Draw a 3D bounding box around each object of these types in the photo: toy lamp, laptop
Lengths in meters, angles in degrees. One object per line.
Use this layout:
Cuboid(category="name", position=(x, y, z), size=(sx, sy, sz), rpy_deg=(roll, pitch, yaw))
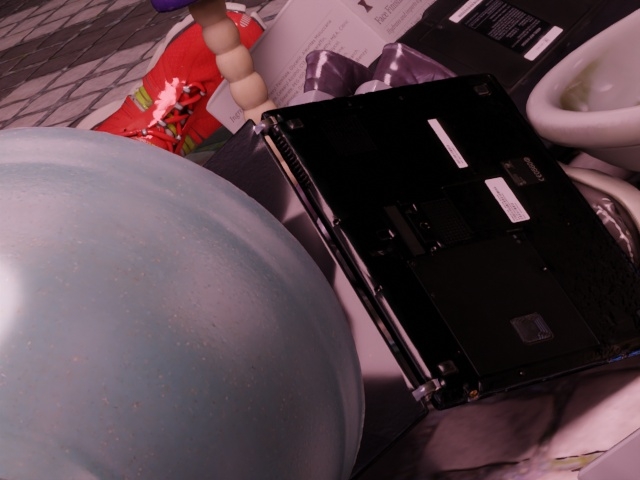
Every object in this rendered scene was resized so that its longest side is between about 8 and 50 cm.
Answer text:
Cuboid(category="toy lamp", position=(-0.067, -0.137, 1.332), size=(0.080, 0.275, 0.080), rpy_deg=(-21, 20, 8))
Cuboid(category="laptop", position=(0.031, 0.040, 0.987), size=(0.264, 0.136, 0.234), rpy_deg=(-13, 52, -26))

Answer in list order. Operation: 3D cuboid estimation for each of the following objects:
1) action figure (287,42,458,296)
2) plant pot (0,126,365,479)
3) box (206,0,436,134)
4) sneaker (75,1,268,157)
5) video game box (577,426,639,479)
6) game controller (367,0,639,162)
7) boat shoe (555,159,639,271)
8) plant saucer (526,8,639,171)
Cuboid(category="action figure", position=(0.000, 0.000, 1.120), size=(0.185, 0.099, 0.285), rpy_deg=(-9, 50, 55))
Cuboid(category="plant pot", position=(-0.137, 0.119, 0.776), size=(0.293, 0.293, 0.196), rpy_deg=(-18, 23, 18))
Cuboid(category="box", position=(0.023, -0.170, 1.439), size=(0.182, 0.119, 0.181), rpy_deg=(-46, 4, 41))
Cuboid(category="sneaker", position=(-0.145, -0.108, 1.574), size=(0.279, 0.107, 0.118), rpy_deg=(-42, 21, 28))
Cuboid(category="video game box", position=(0.221, 0.053, 0.729), size=(0.187, 0.048, 0.205), rpy_deg=(-33, -12, -15))
Cuboid(category="game controller", position=(0.162, -0.151, 1.323), size=(0.166, 0.067, 0.319), rpy_deg=(24, 44, 24))
Cuboid(category="boat shoe", position=(0.129, -0.016, 1.091), size=(0.068, 0.081, 0.227), rpy_deg=(-29, 23, -20))
Cuboid(category="plant saucer", position=(0.332, -0.122, 1.049), size=(0.400, 0.100, 0.400), rpy_deg=(-24, 12, 5))
